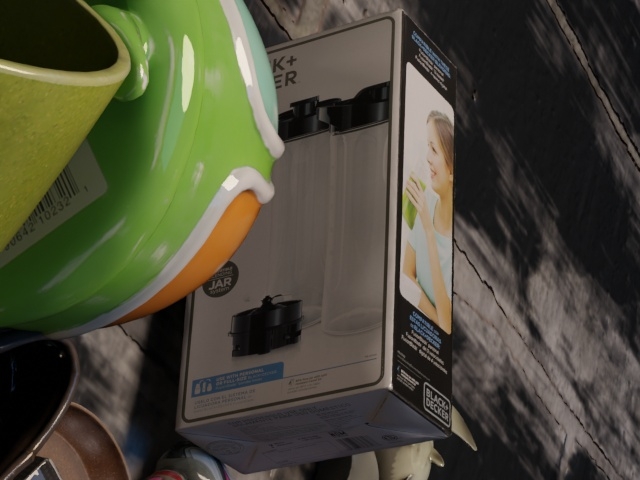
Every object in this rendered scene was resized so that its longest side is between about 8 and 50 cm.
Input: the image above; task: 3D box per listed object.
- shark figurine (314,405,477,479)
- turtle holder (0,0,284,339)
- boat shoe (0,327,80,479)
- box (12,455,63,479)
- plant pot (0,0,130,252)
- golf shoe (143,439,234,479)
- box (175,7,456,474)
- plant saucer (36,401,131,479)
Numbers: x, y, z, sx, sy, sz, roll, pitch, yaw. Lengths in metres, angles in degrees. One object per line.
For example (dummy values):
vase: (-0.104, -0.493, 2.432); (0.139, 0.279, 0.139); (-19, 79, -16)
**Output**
shark figurine: (0.029, 0.161, 1.448); (0.166, 0.116, 0.278); (50, 21, -19)
turtle holder: (-0.160, -0.088, 1.048); (0.227, 0.320, 0.243); (17, 103, -60)
boat shoe: (-0.247, 0.128, 0.982); (0.355, 0.130, 0.132); (-53, 130, -47)
box: (-0.185, 0.286, 1.100); (0.216, 0.060, 0.270); (-47, 126, -36)
plant pot: (-0.266, -0.007, 0.823); (0.275, 0.275, 0.293); (5, 116, -58)
golf shoe: (-0.061, 0.219, 1.339); (0.086, 0.067, 0.186); (-50, 128, -50)
box: (0.000, 0.000, 1.328); (0.087, 0.169, 0.290); (40, 45, -48)
plant saucer: (-0.174, 0.182, 1.196); (0.168, 0.029, 0.168); (11, 78, -59)
